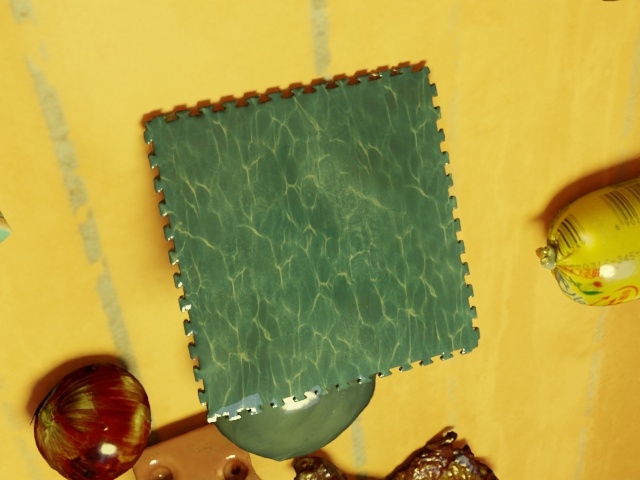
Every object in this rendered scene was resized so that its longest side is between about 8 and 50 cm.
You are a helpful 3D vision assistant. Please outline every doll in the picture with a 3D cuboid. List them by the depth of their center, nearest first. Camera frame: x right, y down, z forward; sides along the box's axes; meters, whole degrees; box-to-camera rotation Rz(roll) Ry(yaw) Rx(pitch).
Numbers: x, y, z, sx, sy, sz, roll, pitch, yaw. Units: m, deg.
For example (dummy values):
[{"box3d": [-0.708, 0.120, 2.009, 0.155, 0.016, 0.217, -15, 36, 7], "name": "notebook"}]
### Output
[{"box3d": [0.000, 0.101, 1.192, 0.228, 0.154, 0.258, 12, 131, -42], "name": "doll"}]

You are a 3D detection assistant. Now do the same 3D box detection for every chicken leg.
[{"box3d": [0.095, 0.312, 1.504, 0.323, 0.083, 0.177, -4, 124, -28], "name": "chicken leg"}]

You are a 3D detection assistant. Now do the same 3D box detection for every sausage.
[{"box3d": [0.383, -0.020, 1.288, 0.347, 0.123, 0.123, -17, 138, -12], "name": "sausage"}]

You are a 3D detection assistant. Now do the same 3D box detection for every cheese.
[{"box3d": [-0.109, 0.309, 1.329, 0.128, 0.202, 0.177, -23, 167, -10], "name": "cheese"}]

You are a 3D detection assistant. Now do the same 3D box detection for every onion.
[{"box3d": [-0.211, 0.178, 1.168, 0.119, 0.118, 0.117, 4, 125, -32], "name": "onion"}]

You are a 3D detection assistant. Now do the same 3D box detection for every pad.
[{"box3d": [0.000, 0.000, 1.057, 0.269, 0.012, 0.269, -15, 98, -18], "name": "pad"}]

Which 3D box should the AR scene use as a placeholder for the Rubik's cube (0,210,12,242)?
[{"box3d": [-0.295, -0.016, 0.954, 0.084, 0.073, 0.075, -33, 156, -3], "name": "Rubik's cube"}]
